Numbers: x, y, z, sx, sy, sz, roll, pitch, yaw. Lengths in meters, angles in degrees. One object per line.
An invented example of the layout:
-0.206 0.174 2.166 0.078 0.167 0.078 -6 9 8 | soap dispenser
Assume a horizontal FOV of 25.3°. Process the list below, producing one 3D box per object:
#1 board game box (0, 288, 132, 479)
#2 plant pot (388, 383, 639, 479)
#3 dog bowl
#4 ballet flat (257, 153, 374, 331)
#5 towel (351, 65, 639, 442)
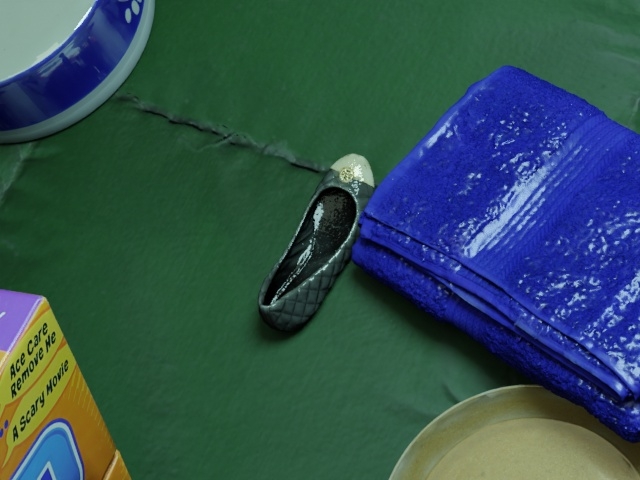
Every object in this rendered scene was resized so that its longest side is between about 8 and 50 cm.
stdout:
-0.366 0.257 0.991 0.356 0.356 0.356 8 50 19 | board game box
0.160 0.227 1.086 0.236 0.032 0.236 -6 65 13 | plant pot
-0.301 -0.233 1.382 0.265 0.104 0.265 -6 66 14 | dog bowl
0.000 0.000 1.222 0.057 0.049 0.173 20 74 22 | ballet flat
0.193 -0.006 1.131 0.308 0.076 0.227 34 79 34 | towel
